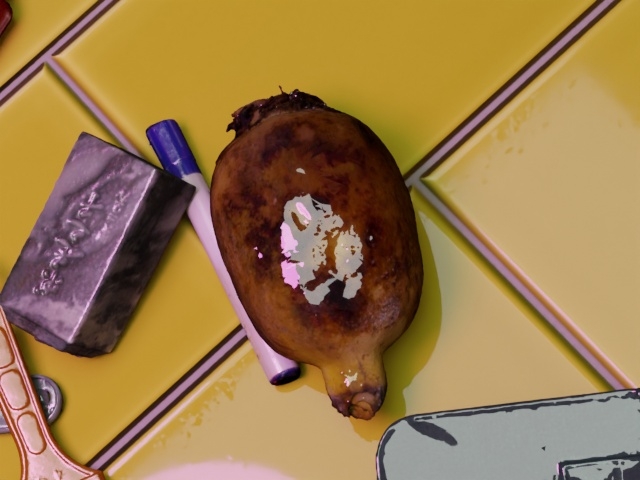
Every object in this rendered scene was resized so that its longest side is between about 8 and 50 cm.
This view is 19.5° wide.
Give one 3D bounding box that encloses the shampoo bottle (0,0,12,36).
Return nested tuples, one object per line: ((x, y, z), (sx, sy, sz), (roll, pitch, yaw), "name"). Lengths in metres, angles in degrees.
((-0.363, -0.177, 1.738), (0.102, 0.064, 0.260), (30, 81, 20), "shampoo bottle")

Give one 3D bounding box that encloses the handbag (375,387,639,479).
((0.175, 0.289, 1.495), (0.239, 0.089, 0.326), (-7, 72, 8), "handbag")

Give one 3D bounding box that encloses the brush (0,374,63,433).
((-0.375, 0.164, 1.644), (0.297, 0.060, 0.068), (-14, 70, 6), "brush")

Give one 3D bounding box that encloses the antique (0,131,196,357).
((-0.198, 0.009, 1.628), (0.088, 0.086, 0.183), (26, 90, 22), "antique")

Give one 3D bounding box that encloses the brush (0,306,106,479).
((-0.258, 0.153, 1.624), (0.090, 0.017, 0.314), (-22, 77, -9), "brush")

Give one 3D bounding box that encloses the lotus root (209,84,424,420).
((0.000, 0.000, 1.580), (0.169, 0.141, 0.314), (-20, 72, 1), "lotus root")

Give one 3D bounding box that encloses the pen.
((-0.087, 0.009, 1.651), (0.033, 0.033, 0.269), (-28, 71, 2), "pen")
